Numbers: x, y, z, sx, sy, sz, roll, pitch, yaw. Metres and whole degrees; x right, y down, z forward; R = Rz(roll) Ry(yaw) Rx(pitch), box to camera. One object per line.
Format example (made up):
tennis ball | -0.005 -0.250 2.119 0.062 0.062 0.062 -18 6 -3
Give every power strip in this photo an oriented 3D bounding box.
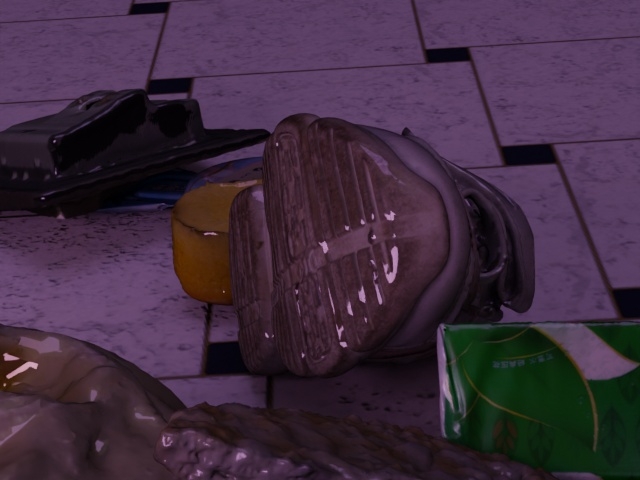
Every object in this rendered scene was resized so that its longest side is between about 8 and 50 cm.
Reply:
power strip | -0.217 -0.094 1.477 0.251 0.092 0.257 -26 19 -31

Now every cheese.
cheese | -0.089 -0.042 1.425 0.245 0.052 0.135 5 23 37

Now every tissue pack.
tissue pack | 0.180 0.132 0.937 0.209 0.156 0.148 -2 -11 7

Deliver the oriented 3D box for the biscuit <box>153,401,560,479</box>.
biscuit | 0.049 0.127 0.806 0.290 0.038 0.141 16 8 -12

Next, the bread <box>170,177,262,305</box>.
bread | 0.000 0.000 1.276 0.246 0.094 0.102 -6 26 -5

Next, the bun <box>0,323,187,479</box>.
bun | -0.204 0.166 0.805 0.365 0.219 0.365 -4 22 2

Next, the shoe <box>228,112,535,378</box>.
shoe | 0.055 0.001 1.075 0.198 0.171 0.351 -5 -4 -15
